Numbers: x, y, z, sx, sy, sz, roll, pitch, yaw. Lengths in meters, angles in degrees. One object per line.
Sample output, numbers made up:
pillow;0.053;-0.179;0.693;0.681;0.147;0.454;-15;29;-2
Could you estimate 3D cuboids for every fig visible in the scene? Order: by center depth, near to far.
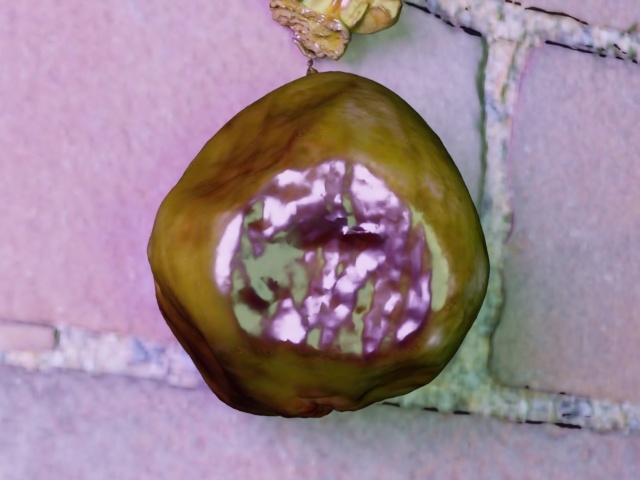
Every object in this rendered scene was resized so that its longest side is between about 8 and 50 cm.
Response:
fig;0.000;0.000;0.644;0.144;0.154;0.165;21;46;-9

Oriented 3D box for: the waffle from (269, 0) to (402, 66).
waffle;-0.036;-0.170;0.675;0.161;0.046;0.192;-22;96;-28
